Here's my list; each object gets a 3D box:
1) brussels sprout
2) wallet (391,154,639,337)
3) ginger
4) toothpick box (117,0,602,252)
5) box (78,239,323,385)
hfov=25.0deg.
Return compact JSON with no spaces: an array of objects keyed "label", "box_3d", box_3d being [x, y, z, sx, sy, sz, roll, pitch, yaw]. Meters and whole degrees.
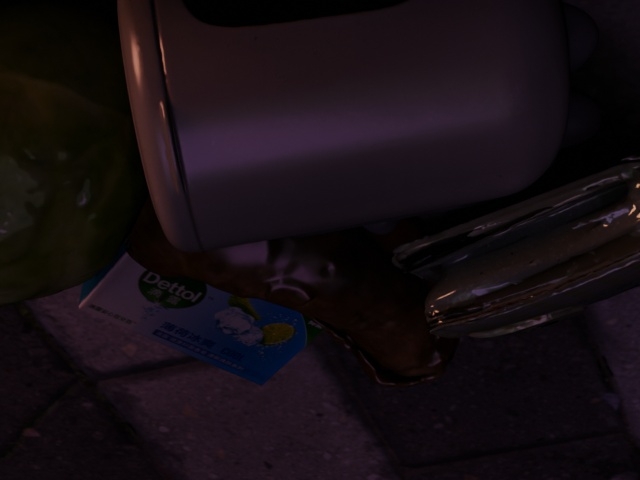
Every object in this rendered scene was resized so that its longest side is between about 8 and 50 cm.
[{"label":"brussels sprout","box_3d":[-0.241,-0.052,1.069,0.210,0.219,0.271,3,149,-30]},{"label":"wallet","box_3d":[0.201,0.013,1.108,0.223,0.077,0.309,-26,167,18]},{"label":"ginger","box_3d":[0.000,0.000,1.161,0.321,0.165,0.172,29,107,-19]},{"label":"toothpick box","box_3d":[0.035,-0.105,0.986,0.317,0.229,0.229,-9,138,-1]},{"label":"box","box_3d":[-0.095,0.037,1.279,0.194,0.073,0.139,25,135,-22]}]
